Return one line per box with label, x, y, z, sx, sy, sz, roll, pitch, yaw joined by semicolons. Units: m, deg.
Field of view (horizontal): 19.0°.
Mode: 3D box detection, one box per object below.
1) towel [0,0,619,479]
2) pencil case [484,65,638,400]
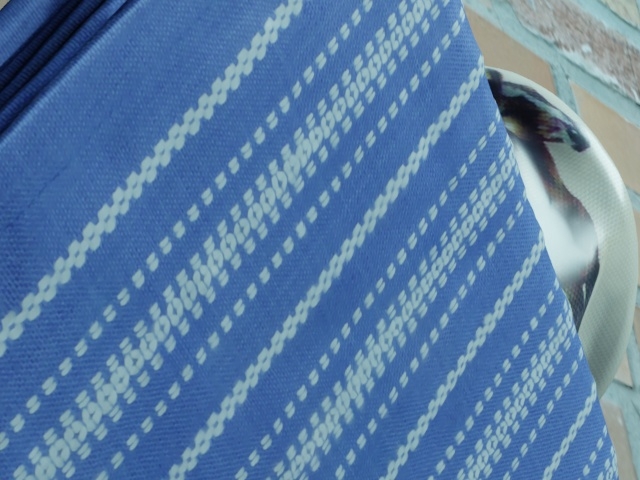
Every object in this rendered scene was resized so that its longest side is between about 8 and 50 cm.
towel;-0.006;0.054;0.558;0.243;0.040;0.336;-52;135;-33
pencil case;-0.056;0.039;0.645;0.410;0.160;0.184;-19;98;-48
